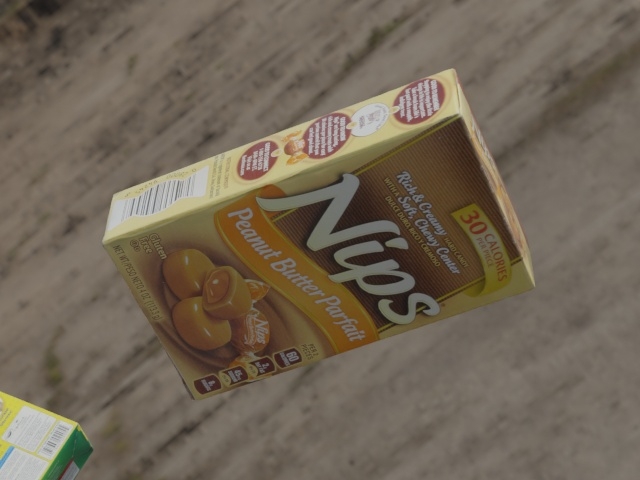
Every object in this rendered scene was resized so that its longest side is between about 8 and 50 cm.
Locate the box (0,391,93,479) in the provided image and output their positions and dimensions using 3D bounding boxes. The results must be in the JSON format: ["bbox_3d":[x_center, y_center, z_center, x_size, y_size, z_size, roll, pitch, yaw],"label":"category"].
[{"bbox_3d":[-0.260,0.147,1.098,0.179,0.043,0.105,19,61,24],"label":"box"}]

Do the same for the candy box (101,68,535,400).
[{"bbox_3d":[0.000,0.000,1.334,0.316,0.183,0.087,-19,31,14],"label":"candy box"}]
